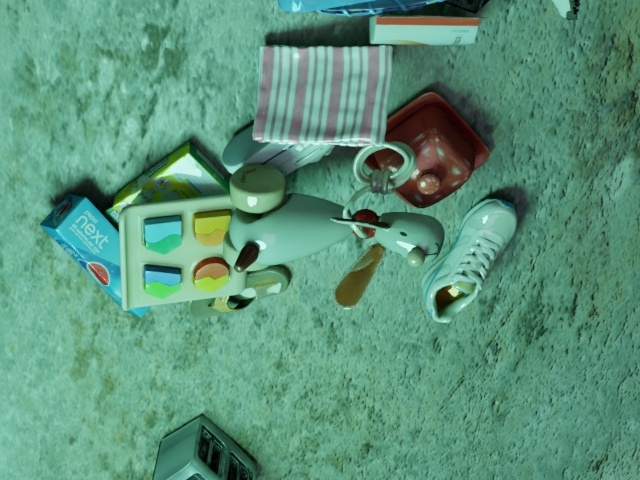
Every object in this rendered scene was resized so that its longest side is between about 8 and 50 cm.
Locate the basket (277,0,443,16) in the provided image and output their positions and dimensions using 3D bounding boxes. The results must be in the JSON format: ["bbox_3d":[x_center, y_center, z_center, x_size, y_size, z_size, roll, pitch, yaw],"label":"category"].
[{"bbox_3d":[0.065,-0.372,1.520,0.254,0.289,0.201,-7,131,-1],"label":"basket"}]

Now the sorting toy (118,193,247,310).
[{"bbox_3d":[-0.205,0.021,1.869,0.208,0.038,0.193,-10,128,-19],"label":"sorting toy"}]

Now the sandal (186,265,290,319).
[{"bbox_3d":[-0.136,0.089,1.990,0.180,0.049,0.072,-16,125,9],"label":"sandal"}]

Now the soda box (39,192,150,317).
[{"bbox_3d":[-0.337,0.025,1.909,0.071,0.067,0.210,-50,121,-18],"label":"soda box"}]

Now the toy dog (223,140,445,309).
[{"bbox_3d":[0.000,0.000,1.755,0.333,0.161,0.220,-9,129,17],"label":"toy dog"}]

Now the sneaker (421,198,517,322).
[{"bbox_3d":[0.243,0.034,1.939,0.087,0.092,0.229,23,120,-15],"label":"sneaker"}]

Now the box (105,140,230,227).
[{"bbox_3d":[-0.237,-0.064,1.882,0.179,0.043,0.105,-34,120,17],"label":"box"}]

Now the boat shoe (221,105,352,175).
[{"bbox_3d":[-0.021,-0.159,1.803,0.258,0.095,0.084,-24,134,22],"label":"boat shoe"}]

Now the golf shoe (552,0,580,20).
[{"bbox_3d":[0.292,-0.382,1.664,0.093,0.077,0.198,-18,118,24],"label":"golf shoe"}]

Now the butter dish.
[{"bbox_3d":[0.157,-0.112,1.816,0.160,0.118,0.160,-35,119,20],"label":"butter dish"}]

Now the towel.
[{"bbox_3d":[0.002,-0.206,1.717,0.197,0.029,0.144,3,86,17],"label":"towel"}]

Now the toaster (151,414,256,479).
[{"bbox_3d":[-0.206,0.423,2.159,0.110,0.186,0.168,-34,112,18],"label":"toaster"}]

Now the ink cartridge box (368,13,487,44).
[{"bbox_3d":[0.144,-0.285,1.657,0.145,0.179,0.045,0,102,-3],"label":"ink cartridge box"}]

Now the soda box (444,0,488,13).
[{"bbox_3d":[0.209,-0.392,1.610,0.053,0.060,0.169,24,131,18],"label":"soda box"}]
